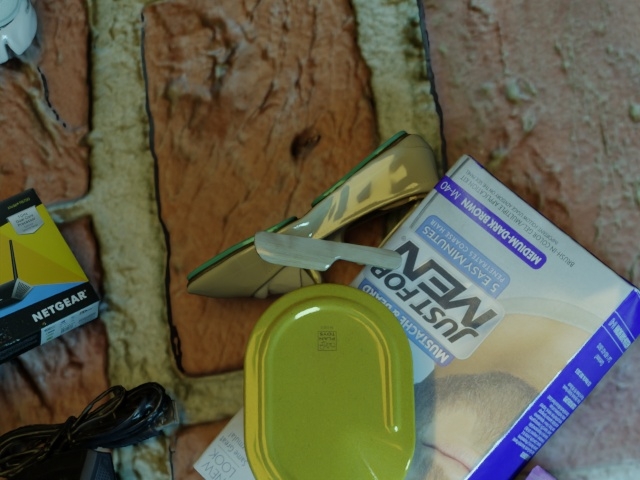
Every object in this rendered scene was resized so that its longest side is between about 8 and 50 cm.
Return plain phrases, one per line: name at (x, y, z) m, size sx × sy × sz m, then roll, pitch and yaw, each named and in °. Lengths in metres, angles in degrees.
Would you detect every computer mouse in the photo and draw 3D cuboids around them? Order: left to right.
computer mouse at (-0.216, 0.242, 1.188) m, size 0.188 × 0.072 × 0.272 m, roll -20°, pitch 28°, yaw 17°

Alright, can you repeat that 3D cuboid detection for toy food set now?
toy food set at (0.005, 0.108, 1.082) m, size 0.128 × 0.071 × 0.218 m, roll 1°, pitch 73°, yaw -2°

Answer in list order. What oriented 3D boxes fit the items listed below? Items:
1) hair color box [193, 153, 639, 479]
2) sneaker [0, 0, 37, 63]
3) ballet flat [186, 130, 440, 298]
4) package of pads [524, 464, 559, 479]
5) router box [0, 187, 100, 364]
hair color box at (0.082, 0.121, 1.137) m, size 0.185 × 0.110 × 0.339 m, roll 41°, pitch 92°, yaw 26°
sneaker at (-0.435, -0.224, 1.402) m, size 0.292 × 0.118 × 0.110 m, roll -15°, pitch 53°, yaw -6°
ballet flat at (0.000, 0.000, 1.230) m, size 0.248 × 0.086 × 0.086 m, roll -34°, pitch 64°, yaw 7°
package of pads at (0.188, 0.220, 1.103) m, size 0.083 × 0.032 × 0.050 m, roll 37°, pitch 87°, yaw 27°
router box at (-0.312, 0.048, 1.293) m, size 0.179 × 0.046 × 0.133 m, roll -27°, pitch 73°, yaw -22°
